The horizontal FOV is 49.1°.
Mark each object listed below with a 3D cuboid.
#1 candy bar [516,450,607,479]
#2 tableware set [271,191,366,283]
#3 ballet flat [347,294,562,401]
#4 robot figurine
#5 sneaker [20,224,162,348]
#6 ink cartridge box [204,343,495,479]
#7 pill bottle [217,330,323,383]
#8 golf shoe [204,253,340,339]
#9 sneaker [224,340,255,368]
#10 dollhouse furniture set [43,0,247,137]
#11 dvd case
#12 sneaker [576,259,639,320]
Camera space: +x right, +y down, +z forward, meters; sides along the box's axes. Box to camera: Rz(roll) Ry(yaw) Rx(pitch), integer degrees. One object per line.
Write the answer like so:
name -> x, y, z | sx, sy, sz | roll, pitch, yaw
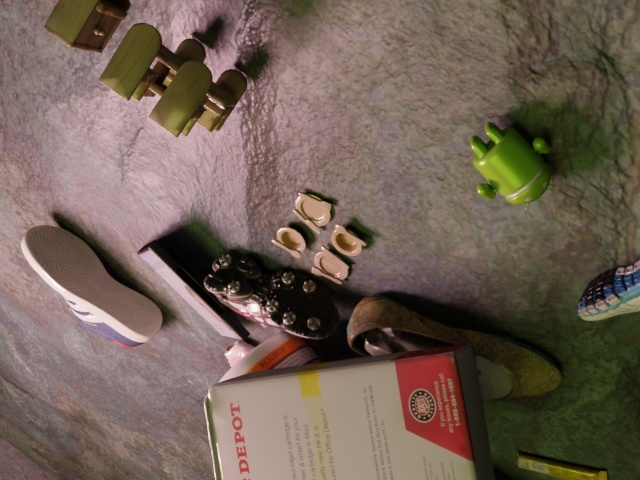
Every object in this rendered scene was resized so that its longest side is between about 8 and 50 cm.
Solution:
candy bar -> 0.426, 0.407, 1.247 | 0.161, 0.018, 0.040 | 5, 127, 32
tableware set -> 0.000, 0.000, 1.156 | 0.141, 0.020, 0.169 | 35, 140, 2
ballet flat -> 0.202, 0.194, 1.127 | 0.348, 0.123, 0.123 | 20, 137, 18
robot figurine -> 0.237, -0.093, 0.869 | 0.101, 0.067, 0.115 | -42, 100, 19
sneaker -> -0.520, 0.118, 1.541 | 0.350, 0.131, 0.148 | 44, 134, -9
ink cartridge box -> 0.048, 0.318, 1.042 | 0.384, 0.160, 0.279 | -11, 85, 20
pill bottle -> -0.005, 0.375, 1.265 | 0.392, 0.224, 0.224 | 46, 142, 16
golf shoe -> -0.080, 0.112, 1.275 | 0.272, 0.105, 0.120 | 23, 153, 24
sneaker -> -0.174, 0.257, 1.497 | 0.070, 0.051, 0.134 | 34, 136, 5
dollhouse furniture set -> -0.203, -0.269, 0.918 | 0.242, 0.212, 0.161 | 36, 102, -1
dvd case -> -0.252, 0.101, 1.372 | 0.253, 0.022, 0.180 | 47, 162, -11
sneaker -> 0.418, 0.069, 0.899 | 0.083, 0.071, 0.190 | 38, 140, -11
